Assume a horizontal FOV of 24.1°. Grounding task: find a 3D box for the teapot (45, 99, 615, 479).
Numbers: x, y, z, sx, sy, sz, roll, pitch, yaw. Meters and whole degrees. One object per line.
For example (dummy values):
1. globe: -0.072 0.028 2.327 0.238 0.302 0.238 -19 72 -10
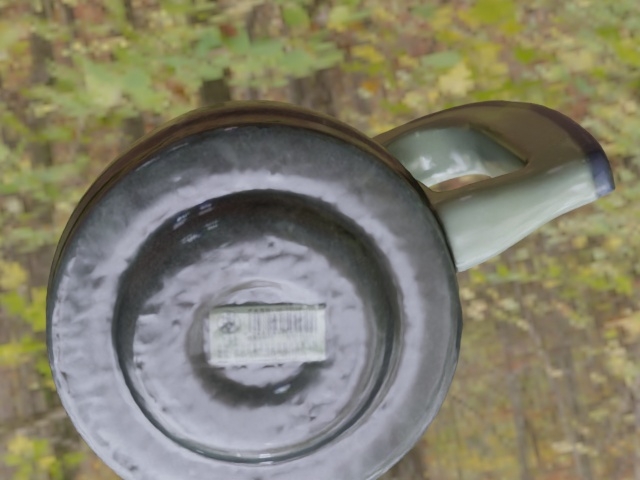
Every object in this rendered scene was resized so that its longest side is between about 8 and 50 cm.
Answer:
1. teapot: -0.009 -0.005 0.427 0.149 0.111 0.108 -50 -163 10
